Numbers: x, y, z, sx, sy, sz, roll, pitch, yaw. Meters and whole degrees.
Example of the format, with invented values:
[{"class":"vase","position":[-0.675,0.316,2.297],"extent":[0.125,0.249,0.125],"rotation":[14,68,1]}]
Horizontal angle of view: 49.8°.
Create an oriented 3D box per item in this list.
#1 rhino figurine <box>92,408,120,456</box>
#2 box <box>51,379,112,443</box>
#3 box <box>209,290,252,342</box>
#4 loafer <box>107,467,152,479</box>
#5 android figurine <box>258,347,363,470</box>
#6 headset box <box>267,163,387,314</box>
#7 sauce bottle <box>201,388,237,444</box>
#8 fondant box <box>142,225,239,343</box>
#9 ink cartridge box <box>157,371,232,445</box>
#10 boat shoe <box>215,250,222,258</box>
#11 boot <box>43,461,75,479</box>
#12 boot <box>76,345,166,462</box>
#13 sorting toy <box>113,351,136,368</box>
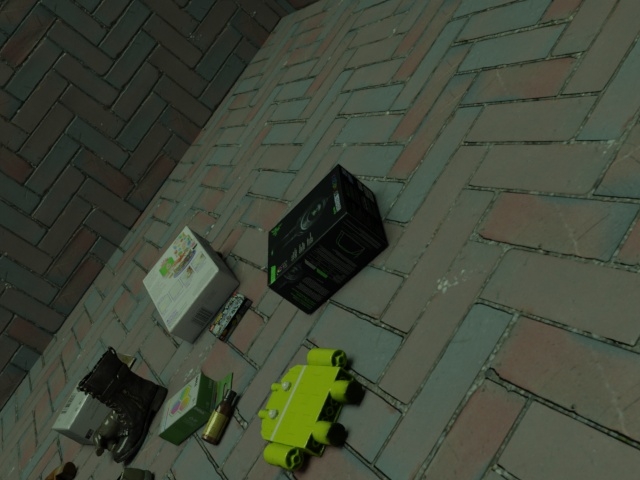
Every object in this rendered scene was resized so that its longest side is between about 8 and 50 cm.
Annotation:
[{"class":"rhino figurine","position":[-0.590,0.521,2.049],"extent":[0.243,0.073,0.106],"rotation":[-57,27,-13]},{"class":"box","position":[-0.748,0.553,2.227],"extent":[0.182,0.119,0.181],"rotation":[-19,41,50]},{"class":"box","position":[-0.252,0.211,1.920],"extent":[0.137,0.027,0.094],"rotation":[-57,24,-9]},{"class":"loafer","position":[-0.532,0.650,1.751],"extent":[0.251,0.087,0.094],"rotation":[-45,25,17]},{"class":"android figurine","position":[-0.031,0.325,1.346],"extent":[0.273,0.056,0.248],"rotation":[-8,49,55]},{"class":"headset box","position":[0.000,0.000,1.633],"extent":[0.283,0.131,0.246],"rotation":[-43,25,22]},{"class":"sauce bottle","position":[-0.233,0.409,1.605],"extent":[0.042,0.042,0.128],"rotation":[-16,41,53]},{"class":"fondant box","position":[-0.411,0.130,2.150],"extent":[0.238,0.096,0.330],"rotation":[-51,38,3]},{"class":"ink cartridge box","position":[-0.312,0.407,1.720],"extent":[0.209,0.062,0.109],"rotation":[-41,26,23]},{"class":"boat shoe","position":[-0.367,0.103,2.250],"extent":[0.152,0.056,0.049],"rotation":[-53,35,7]},{"class":"boot","position":[-0.844,0.793,2.137],"extent":[0.152,0.073,0.197],"rotation":[-38,16,28]},{"class":"boot","position":[-0.577,0.456,1.920],"extent":[0.091,0.229,0.263],"rotation":[-17,42,53]},{"class":"sorting toy","position":[-0.684,0.419,2.347],"extent":[0.045,0.075,0.083],"rotation":[-7,50,58]}]
